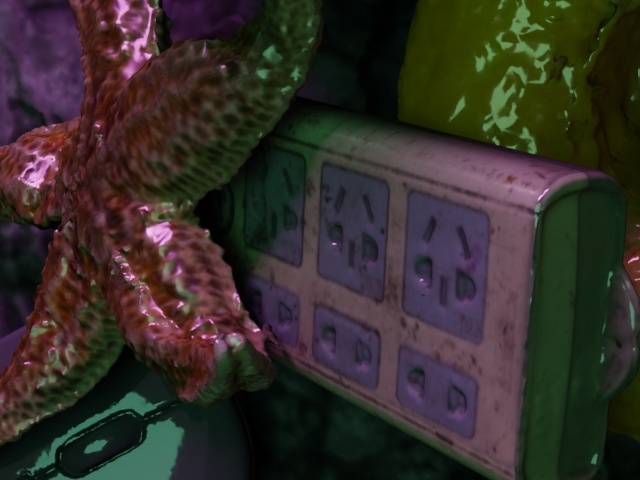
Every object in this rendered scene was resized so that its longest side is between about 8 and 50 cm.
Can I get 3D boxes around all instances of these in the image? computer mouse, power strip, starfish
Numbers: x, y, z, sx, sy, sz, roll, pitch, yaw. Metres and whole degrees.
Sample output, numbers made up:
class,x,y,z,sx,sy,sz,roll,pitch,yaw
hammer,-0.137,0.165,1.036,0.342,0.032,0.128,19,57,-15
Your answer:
class,x,y,z,sx,sy,sz,roll,pitch,yaw
computer mouse,-0.134,0.112,0.578,0.232,0.057,0.120,-30,82,21
power strip,0.000,0.000,0.467,0.268,0.034,0.092,22,114,54
starfish,-0.079,-0.024,0.494,0.277,0.062,0.235,-55,48,35

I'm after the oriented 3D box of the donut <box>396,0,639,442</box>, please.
class,x,y,z,sx,sy,sz,roll,pitch,yaw
donut,0.138,-0.042,0.439,0.253,0.118,0.253,2,94,37
